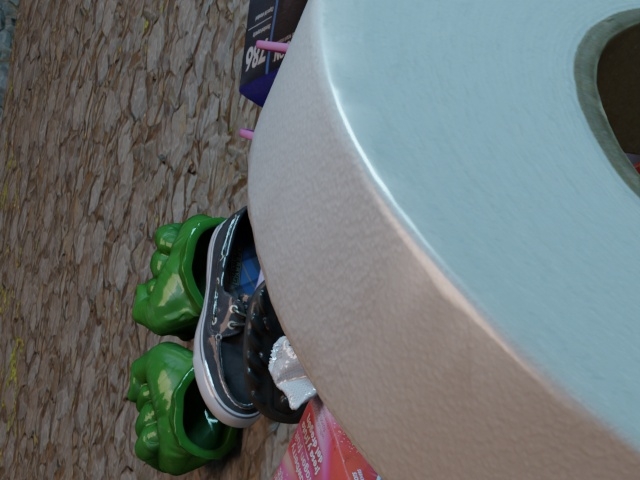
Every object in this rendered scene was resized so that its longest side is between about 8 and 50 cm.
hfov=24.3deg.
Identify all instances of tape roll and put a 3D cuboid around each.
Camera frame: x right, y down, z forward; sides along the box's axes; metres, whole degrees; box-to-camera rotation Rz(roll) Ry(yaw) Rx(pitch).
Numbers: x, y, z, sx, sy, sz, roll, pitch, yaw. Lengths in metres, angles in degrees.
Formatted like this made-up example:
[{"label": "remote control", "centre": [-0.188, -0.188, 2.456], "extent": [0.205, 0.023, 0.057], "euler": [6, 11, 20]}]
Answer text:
[{"label": "tape roll", "centre": [0.165, 0.007, 0.513], "extent": [0.392, 0.392, 0.072], "euler": [-107, 34, -45]}]

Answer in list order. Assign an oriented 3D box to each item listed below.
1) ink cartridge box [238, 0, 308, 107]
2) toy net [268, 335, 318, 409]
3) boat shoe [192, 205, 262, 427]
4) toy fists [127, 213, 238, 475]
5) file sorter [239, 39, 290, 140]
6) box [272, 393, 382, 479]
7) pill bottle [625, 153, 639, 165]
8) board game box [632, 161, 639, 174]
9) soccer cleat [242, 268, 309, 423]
[{"label": "ink cartridge box", "centre": [-0.014, -0.247, 1.439], "extent": [0.165, 0.065, 0.332], "euler": [166, 110, -64]}, {"label": "toy net", "centre": [0.058, 0.079, 1.000], "extent": [0.232, 0.045, 0.122], "euler": [15, 59, 38]}, {"label": "boat shoe", "centre": [-0.072, 0.067, 1.455], "extent": [0.076, 0.080, 0.228], "euler": [129, 150, -53]}, {"label": "toy fists", "centre": [-0.145, 0.109, 1.577], "extent": [0.142, 0.096, 0.279], "euler": [154, 120, -64]}, {"label": "file sorter", "centre": [0.067, -0.189, 1.074], "extent": [0.202, 0.182, 0.290], "euler": [-156, 76, -67]}, {"label": "box", "centre": [0.062, 0.232, 1.007], "extent": [0.257, 0.128, 0.122], "euler": [-110, 37, -48]}, {"label": "pill bottle", "centre": [0.169, -0.163, 0.758], "extent": [0.361, 0.204, 0.204], "euler": [-51, 36, 38]}, {"label": "board game box", "centre": [0.172, 0.146, 0.694], "extent": [0.316, 0.064, 0.242], "euler": [62, 146, 13]}, {"label": "soccer cleat", "centre": [0.000, 0.000, 1.294], "extent": [0.116, 0.109, 0.318], "euler": [-108, 27, -84]}]
